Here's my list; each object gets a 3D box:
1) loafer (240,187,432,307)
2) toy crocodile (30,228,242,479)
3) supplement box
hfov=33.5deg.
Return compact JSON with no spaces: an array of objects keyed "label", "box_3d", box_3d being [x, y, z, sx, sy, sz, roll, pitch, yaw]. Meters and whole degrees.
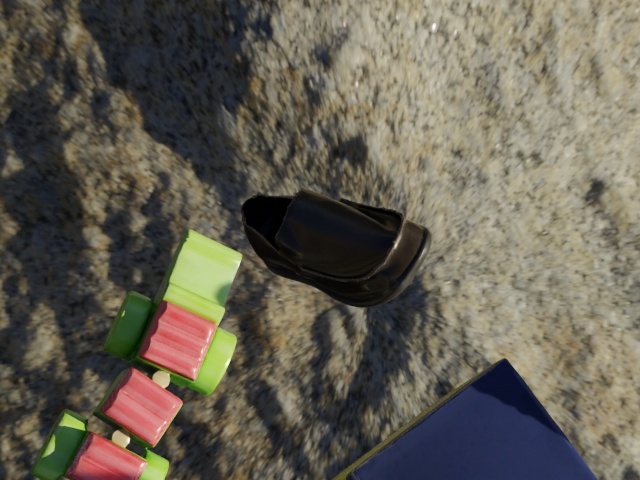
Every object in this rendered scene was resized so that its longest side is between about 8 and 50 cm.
[{"label":"loafer","box_3d":[0.000,0.000,0.888,0.078,0.220,0.080,40,69,-33]},{"label":"toy crocodile","box_3d":[-0.164,0.146,0.980,0.115,0.105,0.341,30,69,-11]},{"label":"supplement box","box_3d":[0.128,0.288,1.122,0.195,0.356,0.194,-33,79,-17]}]
